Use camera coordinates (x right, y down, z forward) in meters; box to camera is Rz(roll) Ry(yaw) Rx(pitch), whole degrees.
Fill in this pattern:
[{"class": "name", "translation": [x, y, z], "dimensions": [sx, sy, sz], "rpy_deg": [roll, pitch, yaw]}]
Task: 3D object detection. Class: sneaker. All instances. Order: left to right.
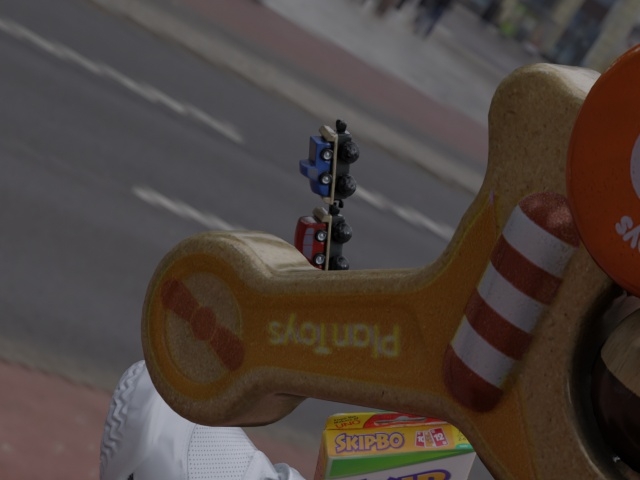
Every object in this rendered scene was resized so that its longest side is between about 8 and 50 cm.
[{"class": "sneaker", "translation": [0.009, 0.213, 1.162], "dimensions": [0.137, 0.210, 0.366], "rpy_deg": [-70, 144, -51]}]

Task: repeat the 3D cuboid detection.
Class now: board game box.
[{"class": "board game box", "translation": [0.054, 0.217, 1.486], "dimensions": [0.124, 0.259, 0.039], "rpy_deg": [-3, 52, -9]}]

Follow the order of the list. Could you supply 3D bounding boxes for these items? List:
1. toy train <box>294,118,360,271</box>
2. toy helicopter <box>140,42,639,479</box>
[{"class": "toy train", "translation": [0.000, 0.000, 1.125], "dimensions": [0.036, 0.158, 0.027], "rpy_deg": [1, 17, -14]}, {"class": "toy helicopter", "translation": [0.064, 0.055, 0.638], "dimensions": [0.355, 0.235, 0.140], "rpy_deg": [0, 1, 44]}]
